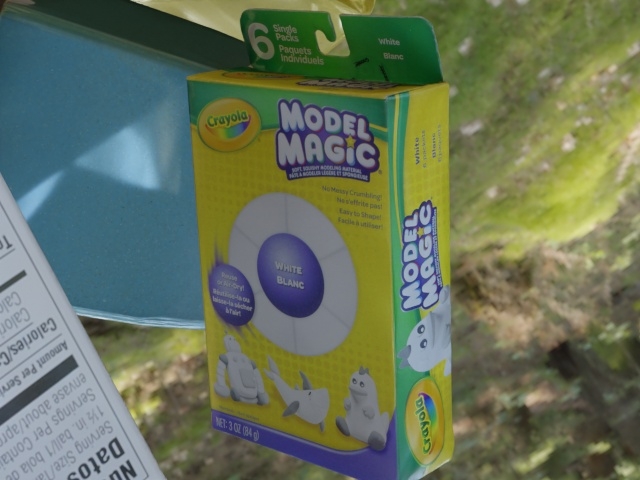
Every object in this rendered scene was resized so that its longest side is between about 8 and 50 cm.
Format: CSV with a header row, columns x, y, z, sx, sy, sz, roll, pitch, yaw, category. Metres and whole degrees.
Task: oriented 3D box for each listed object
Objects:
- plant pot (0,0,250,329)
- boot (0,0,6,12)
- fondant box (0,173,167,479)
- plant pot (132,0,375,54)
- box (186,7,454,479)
x,y,z,sx,sy,sz,roll,pitch,yaw,category
-0.077,-0.042,0.731,0.234,0.165,0.165,14,106,-9,plant pot
-0.314,-0.098,1.100,0.115,0.112,0.305,29,73,-53,boot
-0.211,-0.044,0.383,0.096,0.330,0.238,-38,-152,-32,fondant box
-0.062,-0.243,0.907,0.212,0.212,0.187,18,167,-39,plant pot
0.000,0.000,0.479,0.043,0.105,0.179,-18,112,-47,box
